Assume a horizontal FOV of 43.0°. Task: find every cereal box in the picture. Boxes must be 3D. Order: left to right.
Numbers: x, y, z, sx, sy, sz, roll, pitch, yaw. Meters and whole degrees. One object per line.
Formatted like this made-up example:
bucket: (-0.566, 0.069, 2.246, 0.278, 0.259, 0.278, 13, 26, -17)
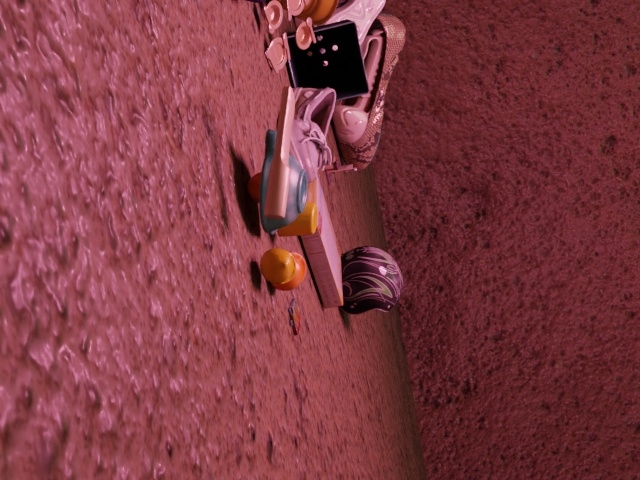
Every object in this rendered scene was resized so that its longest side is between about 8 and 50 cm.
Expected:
cereal box: (0.000, 0.000, 1.712, 0.173, 0.047, 0.240, -90, 166, -50)

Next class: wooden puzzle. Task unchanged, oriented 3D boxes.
wooden puzzle: (-0.044, 0.133, 1.416, 0.083, 0.006, 0.049, -75, 154, -70)

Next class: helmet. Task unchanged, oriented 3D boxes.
helmet: (0.120, 0.097, 1.986, 0.169, 0.161, 0.170, -10, 90, -81)

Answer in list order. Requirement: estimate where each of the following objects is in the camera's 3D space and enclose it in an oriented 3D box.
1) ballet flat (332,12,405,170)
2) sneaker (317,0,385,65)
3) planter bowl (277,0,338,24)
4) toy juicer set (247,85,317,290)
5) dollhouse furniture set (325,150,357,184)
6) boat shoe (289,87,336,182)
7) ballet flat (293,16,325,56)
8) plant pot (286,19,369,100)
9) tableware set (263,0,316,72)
ballet flat: (0.119, -0.450, 2.450, 0.182, 0.164, 0.483, -2, 112, -55)
sneaker: (0.027, -0.618, 2.336, 0.323, 0.236, 0.130, -52, 121, -17)
planter bowl: (-0.059, -0.552, 1.698, 0.217, 0.090, 0.217, 35, -43, 42)
toy juicer set: (-0.073, -0.048, 1.220, 0.329, 0.089, 0.209, 81, 17, -58)
dollhouse furniture set: (0.055, -0.219, 2.189, 0.114, 0.081, 0.091, -84, 161, -61)
boat shoe: (-0.020, -0.224, 1.656, 0.320, 0.103, 0.118, -87, 164, -56)
ballet flat: (-0.037, -0.528, 2.072, 0.070, 0.070, 0.188, -87, 163, -55)
plant pot: (0.009, -0.434, 1.925, 0.234, 0.165, 0.166, -98, 174, -68)
tableware set: (-0.064, -0.428, 1.622, 0.169, 0.020, 0.141, -47, 137, -36)
